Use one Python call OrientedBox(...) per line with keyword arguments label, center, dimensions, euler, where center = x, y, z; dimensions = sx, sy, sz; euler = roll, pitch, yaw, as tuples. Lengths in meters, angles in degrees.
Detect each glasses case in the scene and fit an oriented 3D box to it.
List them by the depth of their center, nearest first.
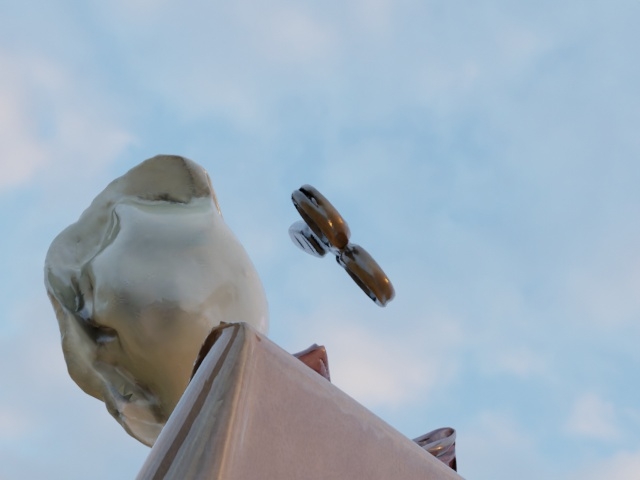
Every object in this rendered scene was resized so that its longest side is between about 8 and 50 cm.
OrientedBox(label="glasses case", center=(0.002, 0.091, 0.422), dimensions=(0.070, 0.102, 0.193), euler=(-8, -34, 37))

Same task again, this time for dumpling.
OrientedBox(label="dumpling", center=(-0.122, 0.055, 1.005), dimensions=(0.162, 0.250, 0.132), euler=(-14, -21, -4))

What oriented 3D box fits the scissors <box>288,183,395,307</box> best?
OrientedBox(label="scissors", center=(0.000, 0.000, 0.855), dimensions=(0.017, 0.220, 0.088), euler=(-41, -82, -6))
